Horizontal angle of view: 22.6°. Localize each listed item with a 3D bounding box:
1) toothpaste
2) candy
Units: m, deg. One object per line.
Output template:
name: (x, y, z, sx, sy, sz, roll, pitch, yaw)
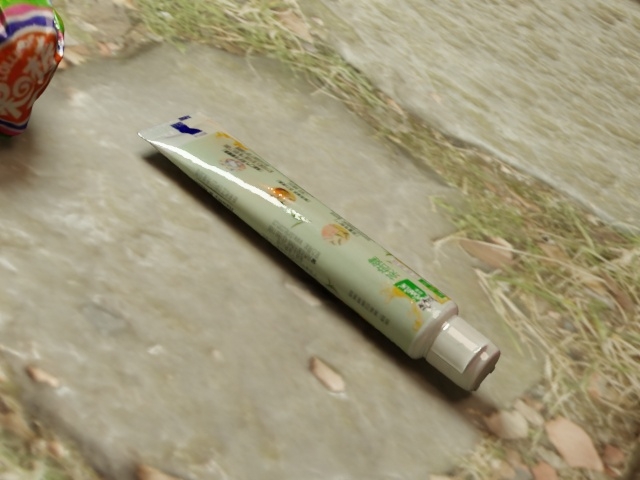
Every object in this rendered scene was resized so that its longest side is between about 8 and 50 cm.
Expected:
toothpaste: (0.000, 0.000, 1.182, 0.314, 0.058, 0.056, 38, 80, 19)
candy: (-0.321, -0.208, 1.192, 0.124, 0.124, 0.365, -13, 43, -44)
